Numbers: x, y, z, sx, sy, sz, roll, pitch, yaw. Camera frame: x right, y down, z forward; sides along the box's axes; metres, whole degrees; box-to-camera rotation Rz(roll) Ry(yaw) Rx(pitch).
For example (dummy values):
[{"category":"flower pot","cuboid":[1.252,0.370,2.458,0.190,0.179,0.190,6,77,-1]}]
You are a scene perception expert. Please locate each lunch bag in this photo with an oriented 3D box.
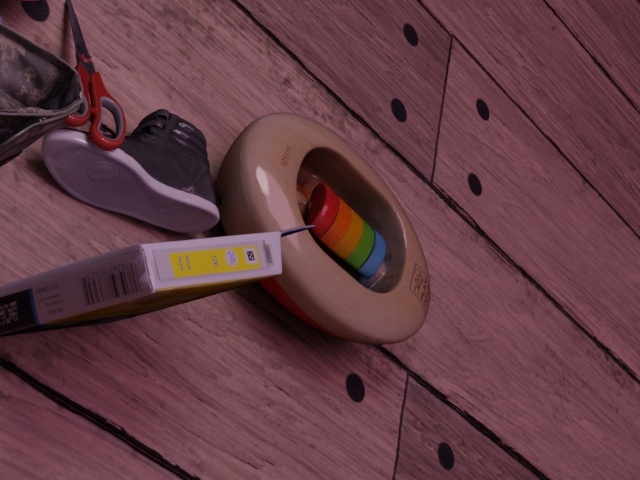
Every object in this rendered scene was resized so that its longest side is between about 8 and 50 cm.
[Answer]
[{"category":"lunch bag","cuboid":[-0.433,-0.143,1.435,0.287,0.235,0.169,16,56,-47]}]

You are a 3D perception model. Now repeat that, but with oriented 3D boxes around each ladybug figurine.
[{"category":"ladybug figurine","cuboid":[0.000,0.000,1.986,0.449,0.161,0.305,45,42,-29]}]

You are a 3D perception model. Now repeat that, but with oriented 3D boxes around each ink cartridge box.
[{"category":"ink cartridge box","cuboid":[-0.205,0.052,1.577,0.307,0.303,0.072,-2,78,-52]}]

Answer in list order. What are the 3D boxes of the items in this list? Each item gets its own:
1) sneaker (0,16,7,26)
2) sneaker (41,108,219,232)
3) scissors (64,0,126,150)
[{"category":"sneaker","cuboid":[-0.418,-0.223,1.587,0.262,0.125,0.104,29,52,-42]},{"category":"sneaker","cuboid":[-0.261,-0.121,1.773,0.295,0.104,0.147,25,47,-44]},{"category":"scissors","cuboid":[-0.306,-0.224,1.739,0.109,0.021,0.297,25,32,-24]}]
